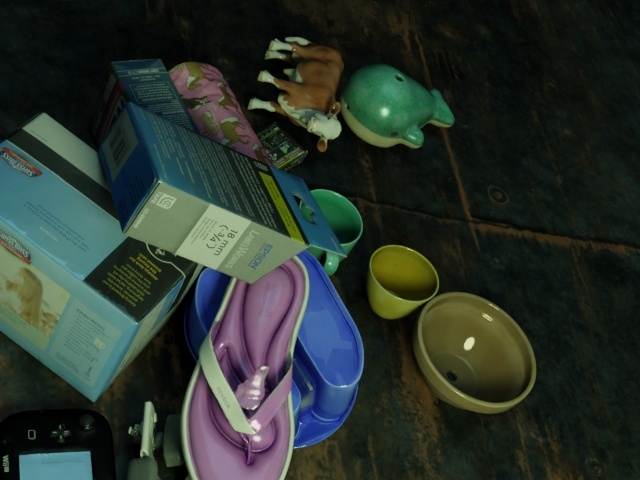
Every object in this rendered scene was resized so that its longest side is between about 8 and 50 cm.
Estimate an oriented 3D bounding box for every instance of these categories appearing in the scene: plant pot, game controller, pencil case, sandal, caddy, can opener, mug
[{"bbox_3d":[0.137,0.089,2.019,0.134,0.095,0.134,13,44,-13],"label":"plant pot"},{"bbox_3d":[-0.363,0.378,1.523,0.166,0.067,0.319,6,50,-25],"label":"game controller"},{"bbox_3d":[-0.176,-0.148,1.999,0.160,0.167,0.386,7,46,-52],"label":"pencil case"},{"bbox_3d":[-0.108,0.188,1.615,0.169,0.102,0.416,9,65,-5],"label":"sandal"},{"bbox_3d":[-0.077,0.166,1.786,0.241,0.179,0.341,-23,71,-17],"label":"caddy"},{"bbox_3d":[-0.237,0.344,1.577,0.093,0.074,0.280,-4,39,3],"label":"can opener"},{"bbox_3d":[0.255,0.218,1.971,0.237,0.110,0.237,16,47,-18],"label":"plant pot"},{"bbox_3d":[-0.005,-0.008,2.023,0.129,0.097,0.158,37,44,2],"label":"mug"}]

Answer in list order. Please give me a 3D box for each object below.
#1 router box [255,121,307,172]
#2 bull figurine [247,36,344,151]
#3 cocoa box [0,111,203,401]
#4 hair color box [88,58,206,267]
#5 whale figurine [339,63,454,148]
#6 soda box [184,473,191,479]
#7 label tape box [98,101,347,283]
[{"bbox_3d":[-0.098,-0.169,2.152,0.092,0.038,0.122,43,46,11],"label":"router box"},{"bbox_3d":[-0.037,-0.308,2.256,0.188,0.101,0.310,19,40,-6],"label":"bull figurine"},{"bbox_3d":[-0.386,0.025,1.688,0.347,0.231,0.228,37,43,2],"label":"cocoa box"},{"bbox_3d":[-0.280,-0.132,1.923,0.105,0.174,0.347,-11,59,-34],"label":"hair color box"},{"bbox_3d":[0.175,-0.296,2.338,0.272,0.141,0.216,-4,55,-32],"label":"whale figurine"},{"bbox_3d":[-0.129,0.434,1.598,0.069,0.074,0.216,-11,60,-35],"label":"soda box"},{"bbox_3d":[-0.151,-0.055,1.669,0.333,0.106,0.241,23,23,-32],"label":"label tape box"}]
